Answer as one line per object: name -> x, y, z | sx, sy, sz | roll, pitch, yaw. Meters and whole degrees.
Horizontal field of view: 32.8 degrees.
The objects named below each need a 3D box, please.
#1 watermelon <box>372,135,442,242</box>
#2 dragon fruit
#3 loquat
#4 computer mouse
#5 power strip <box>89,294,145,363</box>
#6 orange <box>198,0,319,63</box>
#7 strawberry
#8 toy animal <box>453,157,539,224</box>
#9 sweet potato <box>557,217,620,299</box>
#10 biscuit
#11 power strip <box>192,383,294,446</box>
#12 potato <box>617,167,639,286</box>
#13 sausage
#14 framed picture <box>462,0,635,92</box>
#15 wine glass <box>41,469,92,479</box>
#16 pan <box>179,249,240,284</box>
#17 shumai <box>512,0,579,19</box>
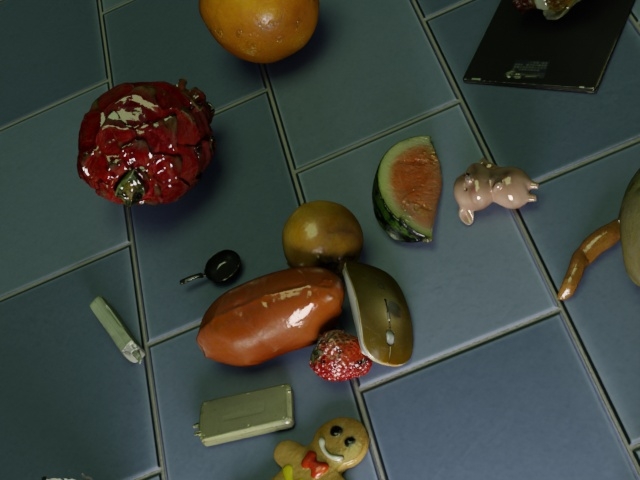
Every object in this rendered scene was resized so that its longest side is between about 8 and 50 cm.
watermelon -> 0.147, -0.087, 1.847 | 0.119, 0.063, 0.245 | 2, 47, 3
dragon fruit -> -0.317, -0.181, 2.022 | 0.244, 0.244, 0.299 | 21, 42, 36
loquat -> 0.000, 0.000, 1.786 | 0.141, 0.141, 0.141 | -13, 50, 16
computer mouse -> 0.089, 0.107, 1.694 | 0.045, 0.102, 0.199 | -52, 35, 35
power strip -> -0.352, 0.156, 1.886 | 0.030, 0.047, 0.191 | -41, 47, -4
orange -> -0.120, -0.473, 2.148 | 0.246, 0.246, 0.246 | -13, 50, 16
strawberry -> 0.033, 0.177, 1.671 | 0.096, 0.083, 0.083 | 18, 60, 8
toy animal -> 0.280, -0.081, 1.767 | 0.150, 0.089, 0.083 | 0, 32, 29
sweet potato -> 0.411, 0.018, 1.648 | 0.179, 0.044, 0.044 | -44, 49, -14
biscuit -> -0.022, 0.352, 1.586 | 0.158, 0.035, 0.240 | 30, 70, 36
power strip -> -0.122, 0.274, 1.697 | 0.169, 0.028, 0.076 | -14, 50, 13
potato -> 0.520, -0.027, 1.558 | 0.178, 0.160, 0.235 | 12, 72, 60
sausage -> -0.080, 0.117, 1.729 | 0.258, 0.133, 0.133 | -21, 48, 18
framed picture -> 0.435, -0.405, 1.992 | 0.255, 0.014, 0.339 | 10, 58, 31
wine glass -> -0.363, 0.519, 1.512 | 0.190, 0.190, 0.357 | -4, 49, 22
pan -> -0.191, 0.058, 1.905 | 0.115, 0.023, 0.068 | -21, 48, 5
shumai -> 0.431, -0.509, 1.929 | 0.189, 0.255, 0.218 | 5, 79, 68
